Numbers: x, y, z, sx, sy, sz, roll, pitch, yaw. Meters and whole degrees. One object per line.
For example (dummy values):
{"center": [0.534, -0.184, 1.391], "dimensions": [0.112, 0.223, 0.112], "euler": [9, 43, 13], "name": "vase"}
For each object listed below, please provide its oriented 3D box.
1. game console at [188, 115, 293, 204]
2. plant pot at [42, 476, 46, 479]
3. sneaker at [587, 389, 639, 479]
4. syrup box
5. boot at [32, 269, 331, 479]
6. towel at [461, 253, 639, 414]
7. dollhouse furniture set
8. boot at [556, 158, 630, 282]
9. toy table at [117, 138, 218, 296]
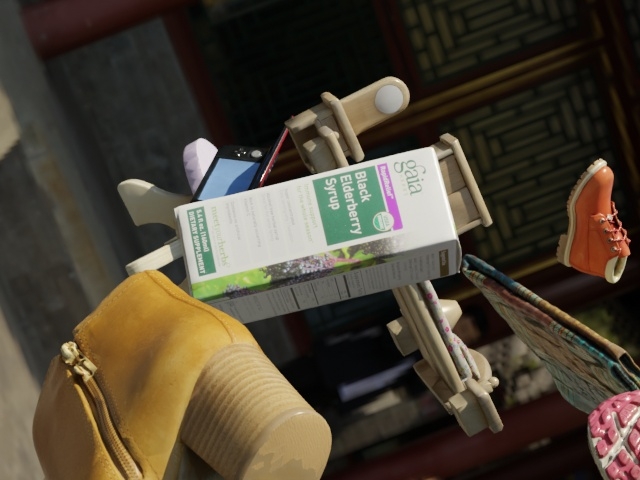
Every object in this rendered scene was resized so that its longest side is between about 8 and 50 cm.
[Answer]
{"center": [-0.106, -0.095, 1.733], "dimensions": [0.085, 0.124, 0.144], "euler": [78, 27, -45], "name": "game console"}
{"center": [-0.264, 0.403, 1.489], "dimensions": [0.275, 0.293, 0.274], "euler": [39, 20, -17], "name": "plant pot"}
{"center": [0.324, 0.258, 1.103], "dimensions": [0.299, 0.121, 0.112], "euler": [52, -25, 19], "name": "sneaker"}
{"center": [0.000, 0.000, 1.182], "dimensions": [0.096, 0.237, 0.093], "euler": [71, 6, -68], "name": "syrup box"}
{"center": [-0.124, 0.172, 0.769], "dimensions": [0.104, 0.295, 0.211], "euler": [33, -2, -39], "name": "boot"}
{"center": [0.337, 0.169, 1.652], "dimensions": [0.271, 0.040, 0.370], "euler": [34, -8, 45], "name": "towel"}
{"center": [0.127, -0.011, 1.419], "dimensions": [0.303, 0.174, 0.355], "euler": [64, -5, -19], "name": "dollhouse furniture set"}
{"center": [0.333, -0.021, 1.558], "dimensions": [0.085, 0.059, 0.158], "euler": [33, -40, 32], "name": "boot"}
{"center": [-0.187, -0.001, 2.045], "dimensions": [0.274, 0.161, 0.252], "euler": [66, 16, 6], "name": "toy table"}
